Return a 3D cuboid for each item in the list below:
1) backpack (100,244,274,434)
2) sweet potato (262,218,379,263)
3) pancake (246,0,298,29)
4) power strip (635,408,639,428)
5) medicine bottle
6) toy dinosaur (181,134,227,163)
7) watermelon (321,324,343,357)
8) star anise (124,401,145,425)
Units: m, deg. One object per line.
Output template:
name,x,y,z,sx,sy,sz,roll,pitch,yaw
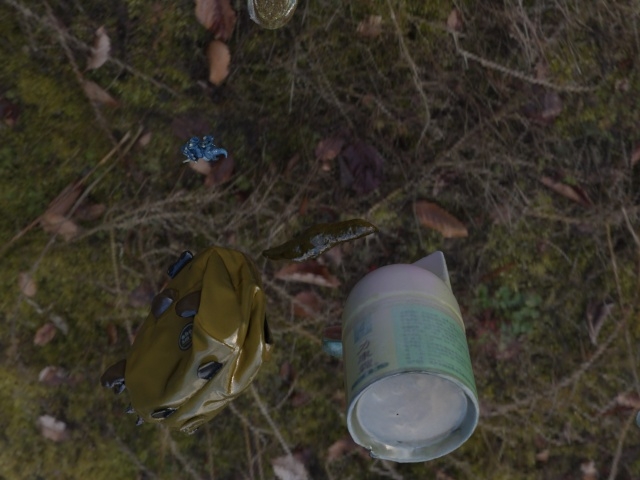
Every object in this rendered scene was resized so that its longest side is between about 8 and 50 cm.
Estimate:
backpack,-0.246,0.184,1.811,0.201,0.378,0.353,35,114,-28
sweet potato,0.000,0.000,1.829,0.273,0.067,0.067,-17,116,32
pancake,-0.071,-0.370,1.377,0.011,0.115,0.115,16,126,39
power strip,0.472,0.142,1.163,0.027,0.060,0.253,33,81,-27
medicine bottle,0.157,0.188,1.743,0.235,0.406,0.236,-1,127,-1
toy dinosaur,-0.208,-0.159,1.645,0.083,0.031,0.047,-6,135,16
watermelon,0.042,0.217,2.006,0.084,0.072,0.092,0,165,-19
star anise,-0.380,0.328,1.995,0.042,0.141,0.141,3,128,-40
